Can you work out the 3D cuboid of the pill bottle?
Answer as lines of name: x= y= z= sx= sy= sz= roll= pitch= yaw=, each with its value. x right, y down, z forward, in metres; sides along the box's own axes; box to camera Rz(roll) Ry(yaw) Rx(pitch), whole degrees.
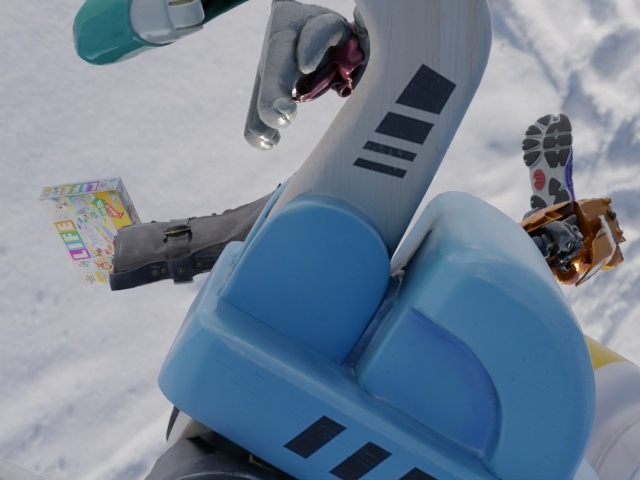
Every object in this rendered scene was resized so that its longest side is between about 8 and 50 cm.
pill bottle: x=0.261 y=0.191 z=1.334 sx=0.188 sy=0.334 sz=0.187 roll=-18 pitch=123 yaw=-31

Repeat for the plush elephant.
plush elephant: x=0.030 y=-0.294 z=1.956 sx=0.272 sy=0.255 sz=0.330 roll=131 pitch=-31 yaw=-73

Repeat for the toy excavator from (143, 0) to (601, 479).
toy excavator: x=0.034 y=0.000 z=0.676 sx=0.445 sy=0.433 sz=0.222 roll=-58 pitch=-175 yaw=12

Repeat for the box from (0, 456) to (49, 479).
box: x=-0.427 y=0.369 z=1.266 sx=0.212 sy=0.395 sz=0.293 roll=34 pitch=74 yaw=-48

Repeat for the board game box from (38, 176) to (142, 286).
board game box: x=-0.274 y=-0.009 z=1.477 sx=0.026 sy=0.103 sz=0.154 roll=-82 pitch=160 yaw=-46

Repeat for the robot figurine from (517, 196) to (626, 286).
robot figurine: x=0.153 y=0.033 z=1.015 sx=0.211 sy=0.085 sz=0.291 roll=-25 pitch=178 yaw=34

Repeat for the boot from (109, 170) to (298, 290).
boot: x=-0.110 y=-0.015 z=1.269 sx=0.263 sy=0.229 sz=0.091 roll=-83 pitch=165 yaw=-74

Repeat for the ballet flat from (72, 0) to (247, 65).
ballet flat: x=-0.113 y=-0.235 z=1.082 sx=0.247 sy=0.087 sz=0.083 roll=-35 pitch=127 yaw=-20

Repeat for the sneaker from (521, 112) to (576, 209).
sneaker: x=0.306 y=-0.085 z=1.556 sx=0.071 sy=0.068 sz=0.169 roll=34 pitch=56 yaw=-61
